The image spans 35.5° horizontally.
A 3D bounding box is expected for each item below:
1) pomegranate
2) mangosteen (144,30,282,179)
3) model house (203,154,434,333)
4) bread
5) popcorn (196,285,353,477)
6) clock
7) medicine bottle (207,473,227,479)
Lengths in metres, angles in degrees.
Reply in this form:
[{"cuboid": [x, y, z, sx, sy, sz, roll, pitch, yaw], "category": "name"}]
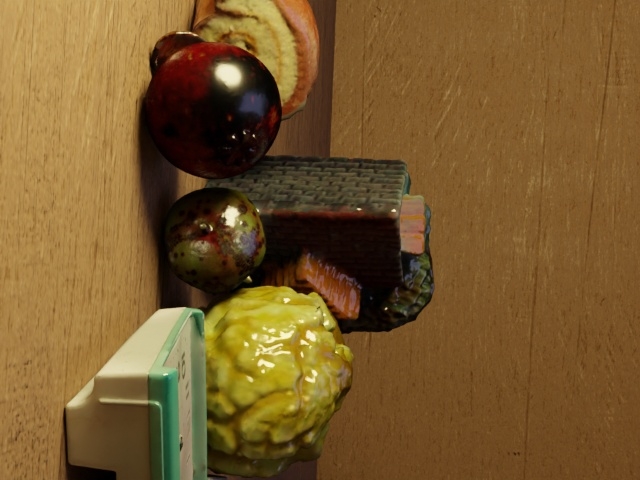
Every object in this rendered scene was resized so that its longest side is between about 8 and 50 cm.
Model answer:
[{"cuboid": [-0.147, 0.008, 1.347, 0.169, 0.149, 0.148, 112, -12, -55], "category": "pomegranate"}, {"cuboid": [-0.140, -0.175, 1.250, 0.200, 0.200, 0.199, 2, 90, -83], "category": "mangosteen"}, {"cuboid": [0.000, 0.000, 1.593, 0.339, 0.360, 0.297, 37, 57, -80], "category": "model house"}, {"cuboid": [-0.097, -0.292, 1.449, 0.123, 0.190, 0.244, -100, -178, -51], "category": "bread"}, {"cuboid": [-0.085, 0.195, 1.354, 0.282, 0.247, 0.282, -170, -90, -88], "category": "popcorn"}, {"cuboid": [-0.196, 0.228, 1.115, 0.231, 0.116, 0.262, -80, 172, -76], "category": "clock"}, {"cuboid": [-0.176, 0.388, 1.294, 0.105, 0.105, 0.168, 60, 33, -77], "category": "medicine bottle"}]
